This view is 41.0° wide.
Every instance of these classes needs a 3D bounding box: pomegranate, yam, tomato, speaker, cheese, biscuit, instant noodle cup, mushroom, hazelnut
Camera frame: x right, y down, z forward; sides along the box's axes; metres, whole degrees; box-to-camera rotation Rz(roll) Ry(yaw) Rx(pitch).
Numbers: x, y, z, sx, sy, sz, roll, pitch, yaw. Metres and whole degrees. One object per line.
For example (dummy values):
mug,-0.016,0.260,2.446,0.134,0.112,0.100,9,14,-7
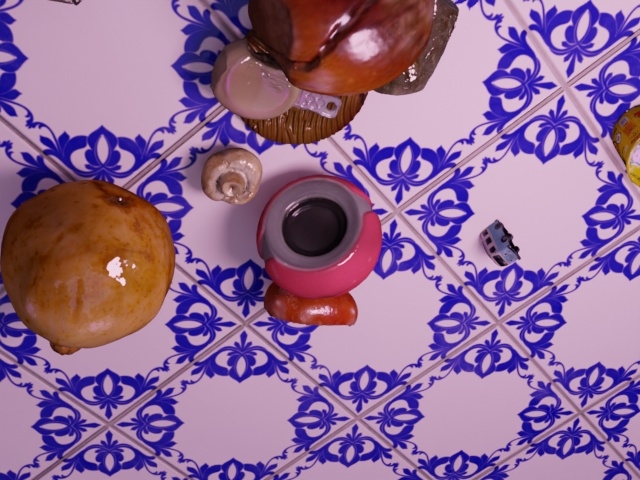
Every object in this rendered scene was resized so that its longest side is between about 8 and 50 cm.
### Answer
pomegranate,-0.509,0.075,1.868,0.410,0.410,0.410,-5,124,-7
yam,0.199,-0.433,1.812,0.154,0.154,0.254,9,120,-16
tomato,-0.020,0.141,2.117,0.237,0.237,0.095,7,102,-14
speaker,0.000,0.000,1.976,0.294,0.294,0.294,-5,124,-7
cheese,-0.088,-0.325,1.825,0.286,0.082,0.163,12,120,-20
biscuit,-0.045,-0.352,1.884,0.318,0.040,0.317,-4,123,-7
instant noodle cup,0.792,-0.233,2.053,0.182,0.144,0.182,-5,125,-7
mushroom,-0.201,-0.145,1.948,0.148,0.112,0.148,0,127,-1
hazelnut,0.039,-0.458,1.634,0.372,0.315,0.372,1,118,3

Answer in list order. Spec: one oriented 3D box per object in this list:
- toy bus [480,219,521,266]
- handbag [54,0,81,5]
toy bus,0.453,0.013,2.166,0.075,0.123,0.060,-36,122,18
handbag,-0.536,-0.642,1.533,0.317,0.180,0.416,9,121,-30
